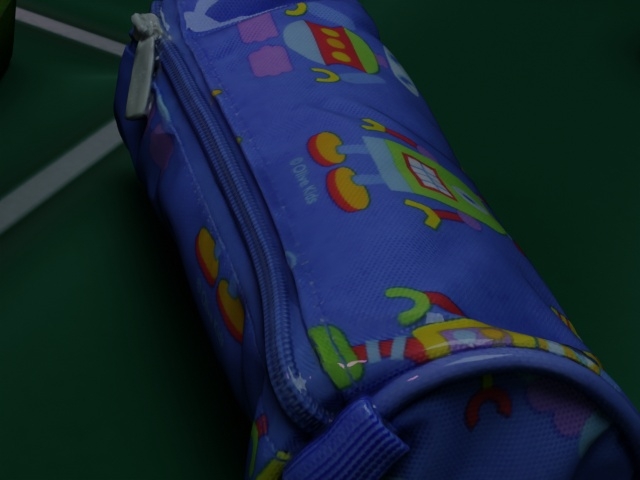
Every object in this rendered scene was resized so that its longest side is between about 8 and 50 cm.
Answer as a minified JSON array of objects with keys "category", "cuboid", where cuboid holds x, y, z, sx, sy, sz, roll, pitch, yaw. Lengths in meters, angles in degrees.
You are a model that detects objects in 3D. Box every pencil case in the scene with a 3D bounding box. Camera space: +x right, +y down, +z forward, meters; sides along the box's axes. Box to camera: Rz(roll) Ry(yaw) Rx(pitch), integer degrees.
[{"category":"pencil case","cuboid":[0.000,0.000,0.439,0.133,0.119,0.306,28,21,-32]}]

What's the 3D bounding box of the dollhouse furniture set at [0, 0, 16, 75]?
[{"category":"dollhouse furniture set","cuboid":[-0.224,-0.114,0.474,0.151,0.198,0.302,10,32,-5]}]
